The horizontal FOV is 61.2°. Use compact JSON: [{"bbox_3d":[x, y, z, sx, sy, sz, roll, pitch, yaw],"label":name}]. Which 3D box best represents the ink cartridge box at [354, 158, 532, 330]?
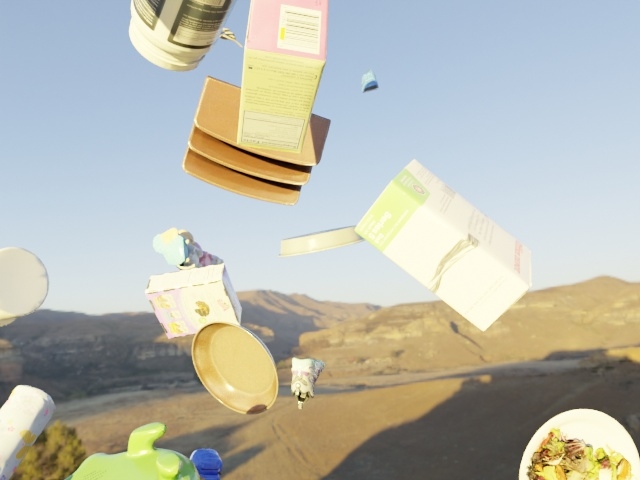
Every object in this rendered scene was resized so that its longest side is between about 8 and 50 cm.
[{"bbox_3d":[0.220,-0.001,0.941,0.115,0.273,0.198,-53,-5,27],"label":"ink cartridge box"}]

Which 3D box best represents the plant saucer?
[{"bbox_3d":[-0.157,0.236,1.031,0.198,0.199,0.036,-10,14,31],"label":"plant saucer"}]

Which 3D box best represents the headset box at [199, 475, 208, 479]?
[{"bbox_3d":[-0.371,0.679,1.287,0.246,0.131,0.283,18,21,21],"label":"headset box"}]

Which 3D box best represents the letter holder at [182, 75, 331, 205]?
[{"bbox_3d":[-0.159,-0.220,1.291,0.301,0.215,0.152,17,-7,-15],"label":"letter holder"}]

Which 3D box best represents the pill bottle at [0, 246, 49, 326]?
[{"bbox_3d":[-0.885,0.131,1.385,0.361,0.204,0.204,-12,-12,28],"label":"pill bottle"}]

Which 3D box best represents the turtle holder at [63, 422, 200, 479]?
[{"bbox_3d":[-0.276,0.402,0.705,0.320,0.228,0.243,-11,10,35],"label":"turtle holder"}]

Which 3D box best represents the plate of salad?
[{"bbox_3d":[0.383,0.347,0.782,0.199,0.200,0.048,-3,-1,-10],"label":"plate of salad"}]

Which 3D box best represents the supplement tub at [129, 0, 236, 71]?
[{"bbox_3d":[-0.277,-0.510,1.122,0.191,0.191,0.272,2,-31,-35],"label":"supplement tub"}]

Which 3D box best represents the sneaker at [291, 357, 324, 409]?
[{"bbox_3d":[-0.021,0.202,0.762,0.038,0.069,0.098,2,-14,18],"label":"sneaker"}]

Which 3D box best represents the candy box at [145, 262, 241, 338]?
[{"bbox_3d":[-0.317,0.155,1.376,0.196,0.070,0.165,-10,-54,4],"label":"candy box"}]

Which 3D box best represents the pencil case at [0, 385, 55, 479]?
[{"bbox_3d":[-0.773,0.488,1.322,0.124,0.273,0.114,7,-51,7],"label":"pencil case"}]

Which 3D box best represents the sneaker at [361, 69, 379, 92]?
[{"bbox_3d":[0.192,-0.637,2.161,0.069,0.082,0.209,-10,18,6],"label":"sneaker"}]

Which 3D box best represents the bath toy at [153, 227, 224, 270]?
[{"bbox_3d":[-0.465,0.060,1.954,0.128,0.152,0.348,-5,-18,12],"label":"bath toy"}]

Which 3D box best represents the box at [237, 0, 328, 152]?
[{"bbox_3d":[-0.064,-0.303,0.894,0.117,0.214,0.243,7,-25,-9],"label":"box"}]

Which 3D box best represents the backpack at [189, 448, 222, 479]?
[{"bbox_3d":[-0.331,0.669,1.555,0.098,0.120,0.101,16,5,-37],"label":"backpack"}]

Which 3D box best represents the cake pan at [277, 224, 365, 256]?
[{"bbox_3d":[0.000,0.000,1.757,0.293,0.054,0.293,-11,3,1],"label":"cake pan"}]

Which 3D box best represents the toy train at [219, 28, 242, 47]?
[{"bbox_3d":[-0.353,-0.678,1.641,0.248,0.143,0.105,21,-55,-39],"label":"toy train"}]
